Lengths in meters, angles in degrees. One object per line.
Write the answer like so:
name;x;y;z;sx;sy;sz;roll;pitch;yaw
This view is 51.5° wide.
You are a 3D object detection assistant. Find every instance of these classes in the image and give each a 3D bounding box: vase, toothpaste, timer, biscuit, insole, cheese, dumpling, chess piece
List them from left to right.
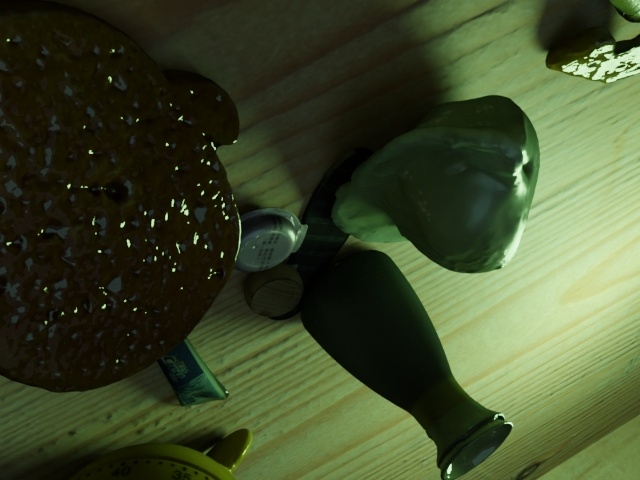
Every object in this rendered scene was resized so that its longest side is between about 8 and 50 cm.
biscuit;-0.220;-0.037;0.623;0.350;0.070;0.394;-44;137;-23
timer;-0.249;0.468;1.011;0.376;0.376;0.387;-38;-174;2
toothpaste;-0.197;0.177;0.944;0.069;0.047;0.268;-39;149;-19
cheese;-0.100;0.001;0.829;0.190;0.042;0.105;-2;131;-36
chess piece;-0.065;0.069;0.925;0.083;0.038;0.084;-14;136;-14
insole;0.000;0.000;0.934;0.110;0.012;0.309;2;128;-42
vase;0.123;0.176;0.955;0.173;0.321;0.173;-27;145;-20
dumpling;0.174;-0.056;0.845;0.270;0.212;0.321;-31;137;-15
biscuit;0.417;-0.263;0.896;0.183;0.039;0.174;-2;170;-35

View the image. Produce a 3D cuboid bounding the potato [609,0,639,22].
potato;0.413;-0.338;0.839;0.188;0.085;0.105;17;120;-41
